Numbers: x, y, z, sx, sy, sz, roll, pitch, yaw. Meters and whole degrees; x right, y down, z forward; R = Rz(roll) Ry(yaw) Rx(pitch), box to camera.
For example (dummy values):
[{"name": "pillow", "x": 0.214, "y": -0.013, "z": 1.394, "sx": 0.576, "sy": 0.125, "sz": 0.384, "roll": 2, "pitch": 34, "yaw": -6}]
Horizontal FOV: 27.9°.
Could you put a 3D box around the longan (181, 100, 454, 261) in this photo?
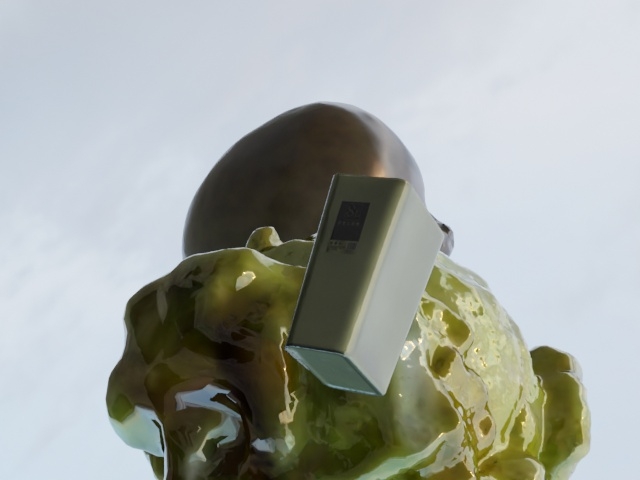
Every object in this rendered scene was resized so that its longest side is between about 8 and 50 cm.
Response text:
[{"name": "longan", "x": 0.000, "y": 0.000, "z": 1.363, "sx": 0.300, "sy": 0.300, "sz": 0.243, "roll": -24, "pitch": -171, "yaw": 29}]

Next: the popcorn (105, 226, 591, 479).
[{"name": "popcorn", "x": 0.015, "y": 0.133, "z": 0.864, "sx": 0.312, "sy": 0.312, "sz": 0.312, "roll": -31, "pitch": -154, "yaw": 17}]

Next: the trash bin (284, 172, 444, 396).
[{"name": "trash bin", "x": 0.022, "y": 0.023, "z": 0.623, "sx": 0.043, "sy": 0.061, "sz": 0.092, "roll": 5, "pitch": -116, "yaw": 29}]
